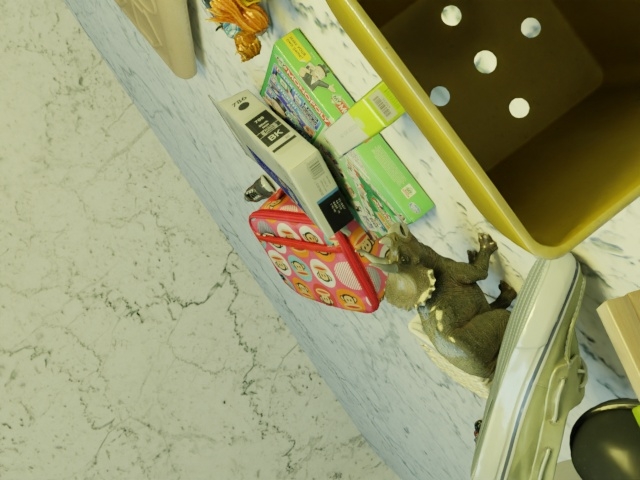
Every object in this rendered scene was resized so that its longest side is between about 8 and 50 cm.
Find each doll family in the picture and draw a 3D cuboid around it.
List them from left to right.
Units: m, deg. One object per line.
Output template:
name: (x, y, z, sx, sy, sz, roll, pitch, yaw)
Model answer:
doll family: (-0.127, -0.332, 0.913, 0.163, 0.118, 0.263, 54, 166, -7)

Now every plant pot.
plant pot: (0.130, -0.136, 0.427, 0.212, 0.212, 0.187, 53, 179, -3)

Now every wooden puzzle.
wooden puzzle: (-0.368, -0.523, 1.335, 0.348, 0.080, 0.322, 46, 166, 6)

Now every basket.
basket: (0.231, 0.152, 0.994, 0.103, 0.113, 0.167, 55, 167, -29)

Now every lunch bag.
lunch bag: (0.000, 0.000, 1.273, 0.293, 0.120, 0.258, 8, 134, 51)

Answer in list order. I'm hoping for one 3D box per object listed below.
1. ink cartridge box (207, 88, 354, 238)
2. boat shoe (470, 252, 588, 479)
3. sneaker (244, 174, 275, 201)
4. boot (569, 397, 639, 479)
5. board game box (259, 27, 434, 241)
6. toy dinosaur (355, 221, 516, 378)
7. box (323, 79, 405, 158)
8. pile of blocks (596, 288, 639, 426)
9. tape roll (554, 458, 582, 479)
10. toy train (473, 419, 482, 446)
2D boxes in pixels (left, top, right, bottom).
ink cartridge box: (-0.073, -0.150, 1.150, 0.332, 0.065, 0.165, 45, 171, 45)
boat shoe: (0.252, 0.156, 0.764, 0.094, 0.302, 0.109, 14, -161, 9)
sneaker: (-0.158, -0.117, 1.681, 0.061, 0.065, 0.158, 53, 167, -4)
boot: (0.295, 0.298, 0.520, 0.367, 0.445, 0.146, 31, 114, 35)
board game box: (0.028, -0.147, 1.033, 0.317, 0.046, 0.213, 52, 166, -1)
toy dinosaur: (0.191, 0.098, 0.876, 0.313, 0.160, 0.121, 53, 167, 1)
box: (0.070, -0.152, 0.747, 0.042, 0.109, 0.178, 50, 167, -7)
pile of blocks: (0.367, 0.184, 0.542, 0.362, 0.149, 0.112, 47, 165, 20)
tape roll: (0.383, 0.422, 0.947, 0.219, 0.219, 0.072, 31, 156, 57)
toy train: (0.354, 0.433, 1.478, 0.036, 0.027, 0.158, 47, 166, 35)
